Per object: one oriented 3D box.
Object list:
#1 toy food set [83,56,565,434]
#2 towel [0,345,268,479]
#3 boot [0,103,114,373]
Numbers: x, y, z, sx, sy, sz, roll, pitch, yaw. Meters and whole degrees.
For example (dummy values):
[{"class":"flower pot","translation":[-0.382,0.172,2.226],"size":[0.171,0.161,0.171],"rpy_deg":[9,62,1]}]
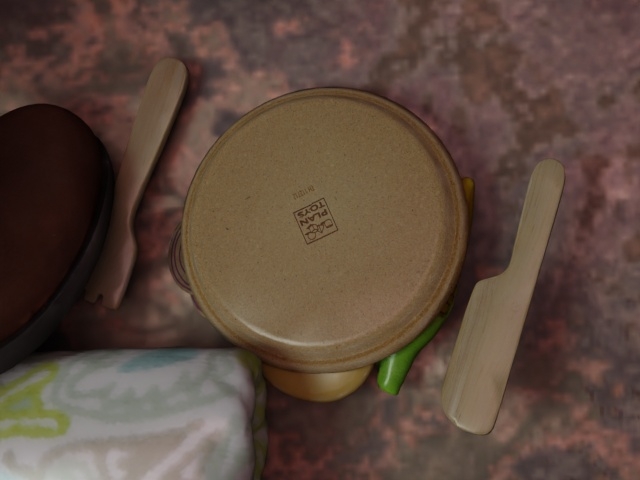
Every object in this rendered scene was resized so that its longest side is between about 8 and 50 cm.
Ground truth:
[{"class":"toy food set","translation":[0.000,0.000,0.576],"size":[0.192,0.038,0.132],"rpy_deg":[18,82,15]},{"class":"towel","translation":[-0.175,0.235,0.547],"size":[0.320,0.090,0.374],"rpy_deg":[-3,87,3]},{"class":"boot","translation":[-0.196,-0.059,0.446],"size":[0.096,0.280,0.264],"rpy_deg":[17,45,38]}]
